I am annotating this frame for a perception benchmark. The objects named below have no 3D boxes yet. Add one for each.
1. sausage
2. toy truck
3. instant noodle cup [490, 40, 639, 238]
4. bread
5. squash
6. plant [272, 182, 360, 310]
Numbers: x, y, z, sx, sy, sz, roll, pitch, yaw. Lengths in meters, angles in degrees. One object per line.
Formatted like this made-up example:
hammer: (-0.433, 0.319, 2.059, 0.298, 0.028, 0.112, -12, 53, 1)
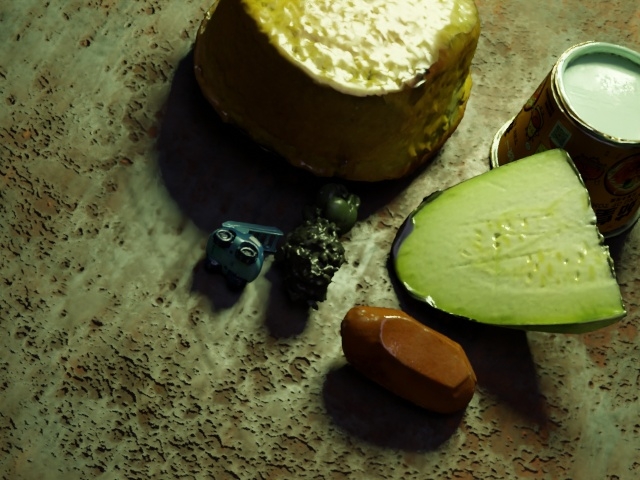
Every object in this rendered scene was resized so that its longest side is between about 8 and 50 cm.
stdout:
sausage: (0.103, 0.135, 1.807, 0.179, 0.089, 0.089, 28, 52, -10)
toy truck: (-0.086, 0.008, 1.855, 0.073, 0.056, 0.090, 36, 41, 15)
instant noodle cup: (0.342, -0.133, 2.014, 0.216, 0.172, 0.215, 8, 54, -11)
bread: (0.036, -0.246, 1.978, 0.337, 0.204, 0.358, 39, 52, 4)
squash: (0.211, 0.019, 1.882, 0.155, 0.204, 0.237, 14, 50, -38)
plant: (0.000, 0.000, 1.874, 0.087, 0.085, 0.174, -2, 47, 30)
